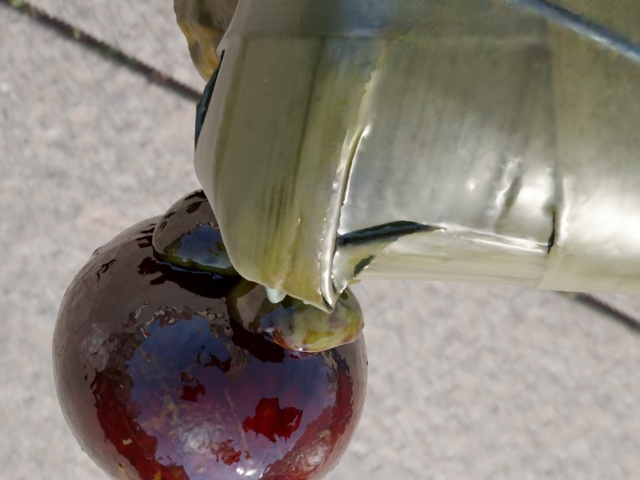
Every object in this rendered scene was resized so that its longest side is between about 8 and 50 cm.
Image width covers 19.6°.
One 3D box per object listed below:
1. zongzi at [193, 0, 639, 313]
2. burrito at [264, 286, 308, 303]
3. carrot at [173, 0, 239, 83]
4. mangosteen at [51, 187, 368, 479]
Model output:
[{"bbox_3d":[0.094,-0.103,0.510,0.228,0.115,0.256,5,104,-13],"label":"zongzi"},{"bbox_3d":[-0.001,-0.003,1.068,0.044,0.074,0.118,5,140,-34],"label":"burrito"},{"bbox_3d":[0.060,-0.187,1.328,0.241,0.340,0.242,2,87,-38],"label":"carrot"},{"bbox_3d":[-0.055,0.061,1.210,0.215,0.215,0.257,20,133,-26],"label":"mangosteen"}]
